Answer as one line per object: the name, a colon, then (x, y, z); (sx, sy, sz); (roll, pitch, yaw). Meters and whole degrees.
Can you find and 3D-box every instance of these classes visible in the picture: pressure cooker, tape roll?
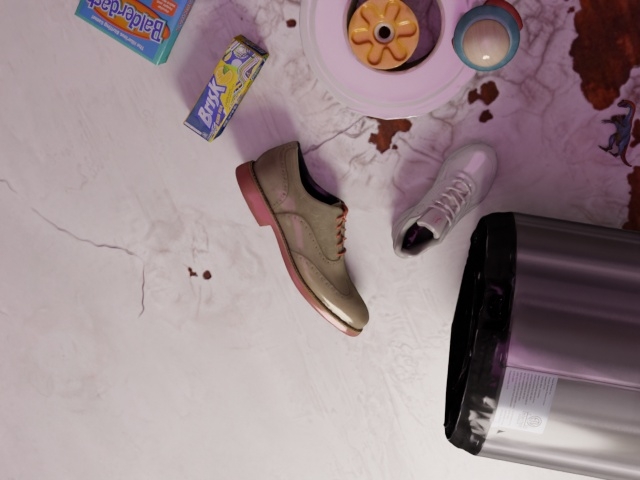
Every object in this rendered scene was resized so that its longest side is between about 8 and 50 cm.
pressure cooker: (0.406, 0.165, 1.206); (0.420, 0.376, 0.370); (9, 152, 5)
tape roll: (0.113, -0.327, 1.248); (0.286, 0.100, 0.286); (3, 110, 9)

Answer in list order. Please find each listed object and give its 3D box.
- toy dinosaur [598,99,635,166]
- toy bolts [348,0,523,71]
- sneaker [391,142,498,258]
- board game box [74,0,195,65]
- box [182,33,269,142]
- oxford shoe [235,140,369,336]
toy dinosaur: (0.461, -0.170, 1.277); (0.090, 0.047, 0.082); (24, 106, -34)
toy bolts: (0.151, -0.292, 1.113); (0.228, 0.158, 0.218); (36, 112, -3)
sneaker: (0.198, -0.050, 1.318); (0.090, 0.115, 0.232); (36, 112, -3)
board game box: (-0.276, -0.411, 1.324); (0.160, 0.047, 0.210); (31, 113, -1)
box: (-0.154, -0.245, 1.354); (0.059, 0.054, 0.169); (35, 113, -2)
oxford shoe: (0.000, 0.000, 1.375); (0.130, 0.123, 0.348); (-30, 102, 14)
